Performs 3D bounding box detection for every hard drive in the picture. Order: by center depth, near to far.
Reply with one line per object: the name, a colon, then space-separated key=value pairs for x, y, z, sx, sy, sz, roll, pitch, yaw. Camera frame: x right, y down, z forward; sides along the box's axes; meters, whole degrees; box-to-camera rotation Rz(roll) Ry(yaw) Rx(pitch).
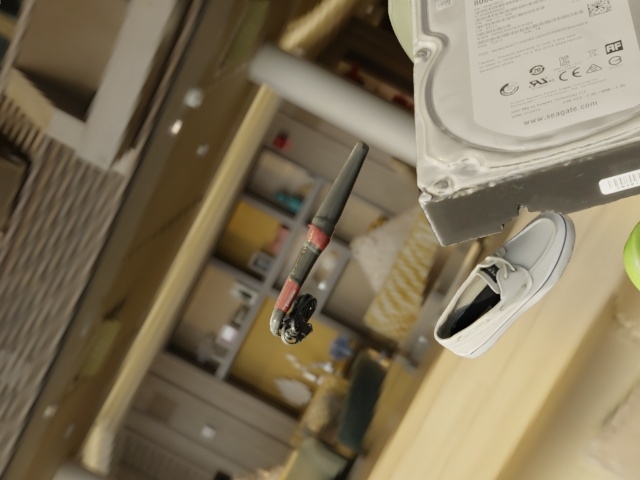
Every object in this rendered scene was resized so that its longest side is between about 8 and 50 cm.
hard drive: x=0.194 y=-0.160 z=1.057 sx=0.339 sy=0.237 sz=0.064 roll=-86 pitch=-25 yaw=-45

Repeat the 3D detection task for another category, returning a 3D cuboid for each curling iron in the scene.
curling iron: x=0.000 y=0.000 z=1.509 sx=0.274 sy=0.035 sz=0.068 roll=-70 pitch=-25 yaw=-19

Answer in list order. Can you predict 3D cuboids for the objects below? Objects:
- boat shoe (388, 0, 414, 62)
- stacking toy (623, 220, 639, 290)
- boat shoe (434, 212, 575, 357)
boat shoe: x=0.116 y=-0.276 z=1.427 sx=0.069 sy=0.081 sz=0.228 roll=-37 pitch=-37 yaw=-10
stacking toy: x=0.485 y=0.026 z=1.314 sx=0.130 sy=0.279 sz=0.309 roll=95 pitch=165 yaw=-50
boat shoe: x=0.268 y=0.058 z=1.875 sx=0.267 sy=0.096 sz=0.088 roll=-48 pitch=-40 yaw=16
